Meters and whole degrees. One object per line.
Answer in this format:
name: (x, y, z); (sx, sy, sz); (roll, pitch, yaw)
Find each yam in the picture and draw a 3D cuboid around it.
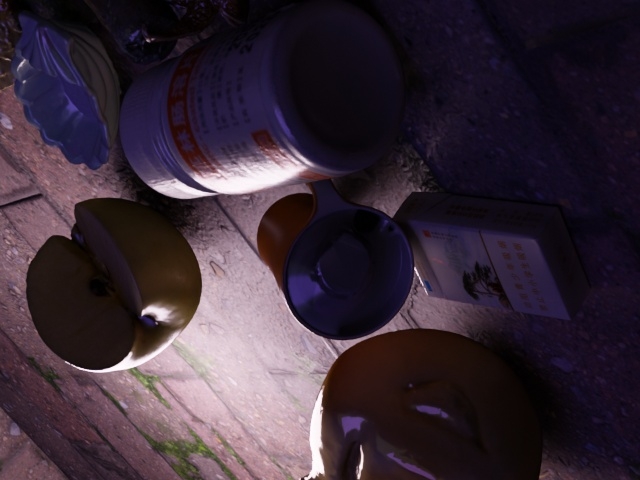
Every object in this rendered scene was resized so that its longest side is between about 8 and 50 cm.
yam: (-0.284, -0.348, 1.617); (0.259, 0.093, 0.093); (51, 151, 9)

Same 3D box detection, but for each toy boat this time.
toy boat: (-0.385, -0.240, 1.918); (0.199, 0.100, 0.290); (28, 149, 19)

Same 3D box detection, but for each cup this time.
cup: (0.000, 0.000, 1.693); (0.264, 0.182, 0.226); (-145, 37, -68)

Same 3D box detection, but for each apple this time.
apple: (-0.340, 0.070, 2.132); (0.258, 0.233, 0.295); (48, 117, 31)

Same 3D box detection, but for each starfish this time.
starfish: (-0.164, -0.307, 1.525); (0.190, 0.146, 0.074); (5, 169, 28)

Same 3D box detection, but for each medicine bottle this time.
medicine bottle: (-0.084, -0.167, 1.567); (0.371, 0.211, 0.211); (-8, 126, 52)

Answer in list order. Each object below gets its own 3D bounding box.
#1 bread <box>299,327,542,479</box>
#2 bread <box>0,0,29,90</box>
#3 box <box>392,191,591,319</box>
bread: (0.166, 0.310, 1.879); (0.348, 0.253, 0.376); (23, 148, 18)
bread: (-0.571, -0.370, 1.970); (0.236, 0.198, 0.263); (-16, 128, 11)
box: (0.220, 0.018, 1.619); (0.233, 0.067, 0.149); (9, 136, 42)
